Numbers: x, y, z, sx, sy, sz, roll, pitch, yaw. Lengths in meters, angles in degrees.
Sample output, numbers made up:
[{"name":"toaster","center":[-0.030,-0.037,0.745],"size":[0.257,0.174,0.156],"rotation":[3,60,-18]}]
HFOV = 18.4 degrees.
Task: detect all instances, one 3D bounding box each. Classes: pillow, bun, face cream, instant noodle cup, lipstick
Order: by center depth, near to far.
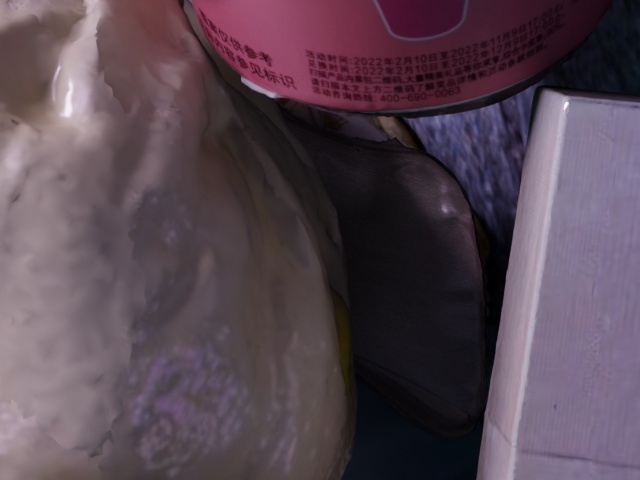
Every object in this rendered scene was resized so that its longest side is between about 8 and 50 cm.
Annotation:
[{"name":"instant noodle cup","center":[0.020,-0.184,0.664],"size":[0.244,0.244,0.255],"rotation":[53,160,42]},{"name":"lipstick","center":[0.092,0.133,0.713],"size":[0.076,0.079,0.371],"rotation":[-104,20,-83]},{"name":"bun","center":[-0.122,-0.019,0.812],"size":[0.365,0.219,0.365],"rotation":[41,180,0]},{"name":"pillow","center":[0.000,0.000,0.899],"size":[0.232,0.038,0.131],"rotation":[23,120,50]},{"name":"face cream","center":[-0.041,0.128,0.987],"size":[0.077,0.250,0.077],"rotation":[51,151,43]}]

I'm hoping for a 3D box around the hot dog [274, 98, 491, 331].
[{"name":"hot dog","center":[-0.004,-0.026,1.009],"size":[0.268,0.075,0.144],"rotation":[47,149,34]}]
